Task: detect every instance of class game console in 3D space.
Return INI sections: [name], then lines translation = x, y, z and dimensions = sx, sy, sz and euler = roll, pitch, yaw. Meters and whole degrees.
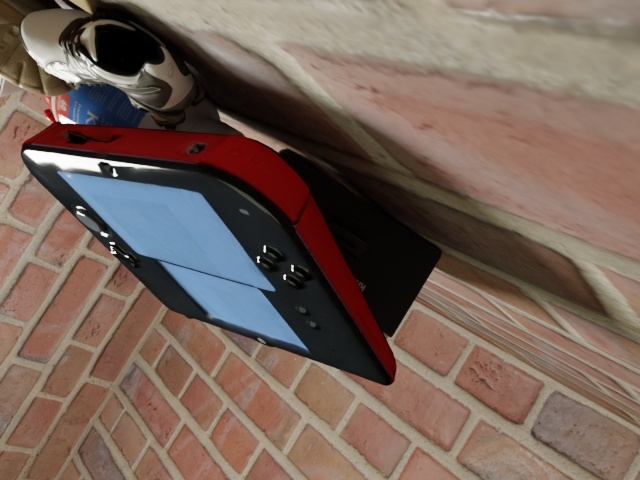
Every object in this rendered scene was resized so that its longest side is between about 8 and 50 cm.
[game console]
translation = -0.126, 0.019, 0.661
dimensions = 0.387, 0.060, 0.341
euler = 12, 143, 37

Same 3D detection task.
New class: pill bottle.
[pill bottle]
translation = -0.196, -0.132, 0.706
dimensions = 0.222, 0.124, 0.124
euler = 30, 177, 23

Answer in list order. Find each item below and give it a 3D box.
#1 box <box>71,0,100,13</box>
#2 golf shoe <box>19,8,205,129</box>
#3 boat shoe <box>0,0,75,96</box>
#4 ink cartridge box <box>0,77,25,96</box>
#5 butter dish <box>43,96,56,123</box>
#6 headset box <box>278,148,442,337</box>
[box]
translation = -0.231, -0.230, 0.391
dimensions = 0.165, 0.021, 0.201
euler = 32, 178, -15
[golf shoe]
translation = -0.198, -0.179, 0.543
dimensions = 0.198, 0.077, 0.094
euler = 24, 165, 12
[boat shoe]
translation = -0.363, -0.258, 0.591
dimensions = 0.285, 0.103, 0.092
euler = 34, -151, -36
[ink cartridge box]
translation = -0.719, -0.410, 1.308
dimensions = 0.209, 0.086, 0.153
euler = 31, -150, 4
[butter dish]
translation = -0.495, -0.277, 1.191
dimensions = 0.159, 0.118, 0.160
euler = 57, -173, 26
[headset box]
translation = 0.000, 0.000, 0.842
dimensions = 0.246, 0.131, 0.283
euler = 32, 177, -9
